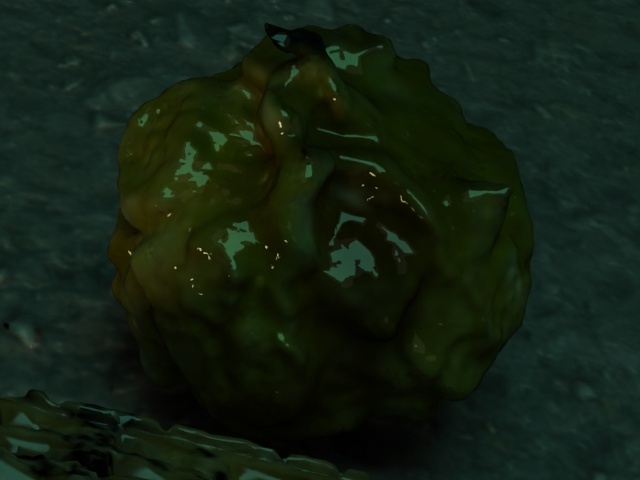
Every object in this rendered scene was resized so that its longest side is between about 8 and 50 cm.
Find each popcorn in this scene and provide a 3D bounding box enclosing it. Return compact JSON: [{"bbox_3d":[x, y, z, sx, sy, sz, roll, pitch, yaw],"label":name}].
[{"bbox_3d":[0.003,-0.009,1.009,0.249,0.225,0.249,14,28,-8],"label":"popcorn"}]

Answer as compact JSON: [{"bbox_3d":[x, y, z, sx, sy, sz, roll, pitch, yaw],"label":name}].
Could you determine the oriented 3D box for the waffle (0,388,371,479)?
[{"bbox_3d":[0.003,0.171,0.796,0.376,0.114,0.261,14,6,-3],"label":"waffle"}]
